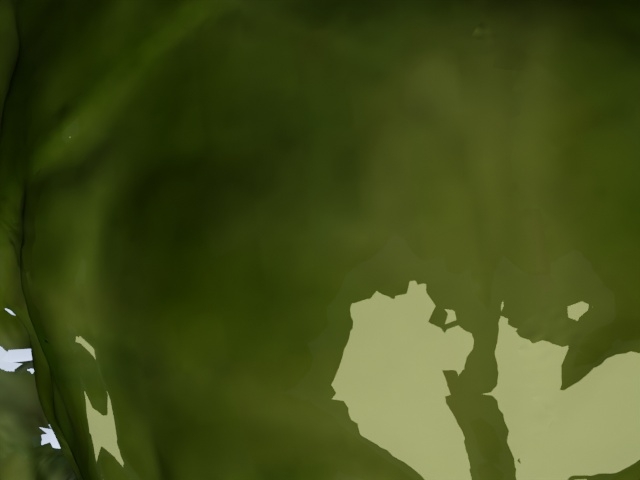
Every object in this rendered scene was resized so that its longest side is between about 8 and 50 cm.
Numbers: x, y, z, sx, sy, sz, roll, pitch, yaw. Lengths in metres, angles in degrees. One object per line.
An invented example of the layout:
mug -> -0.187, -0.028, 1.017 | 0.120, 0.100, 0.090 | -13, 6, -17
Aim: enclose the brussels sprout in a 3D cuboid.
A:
brussels sprout -> 0.002, -0.019, 0.786 | 0.425, 0.342, 0.361 | 2, 104, 31
